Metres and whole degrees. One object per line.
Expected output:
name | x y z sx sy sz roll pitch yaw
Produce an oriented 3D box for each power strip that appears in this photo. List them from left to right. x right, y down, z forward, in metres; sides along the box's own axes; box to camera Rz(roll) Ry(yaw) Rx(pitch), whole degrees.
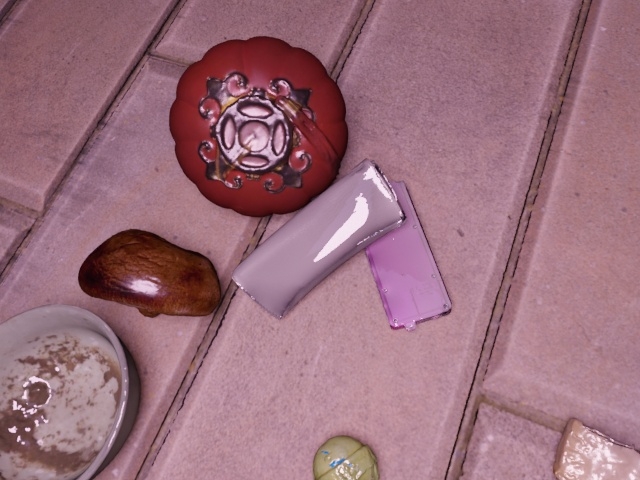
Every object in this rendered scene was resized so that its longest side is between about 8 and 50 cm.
power strip | 0.134 0.018 0.779 0.109 0.037 0.278 -17 68 2

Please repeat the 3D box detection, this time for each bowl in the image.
bowl | -0.404 0.258 0.700 0.290 0.146 0.289 -3 67 6

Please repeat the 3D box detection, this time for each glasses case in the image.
glasses case | 0.001 0.002 0.766 0.308 0.083 0.128 -38 82 7

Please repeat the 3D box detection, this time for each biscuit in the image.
biscuit | 0.440 0.378 0.577 0.281 0.084 0.179 27 74 16

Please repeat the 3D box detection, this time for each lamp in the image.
lamp | -0.102 -0.188 0.767 0.303 0.257 0.303 -1 106 -3

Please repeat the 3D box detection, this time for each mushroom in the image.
mushroom | -0.275 0.051 0.738 0.232 0.194 0.138 13 72 1

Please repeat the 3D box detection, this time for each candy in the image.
candy | 0.099 0.424 0.601 0.093 0.092 0.335 -20 64 -30
